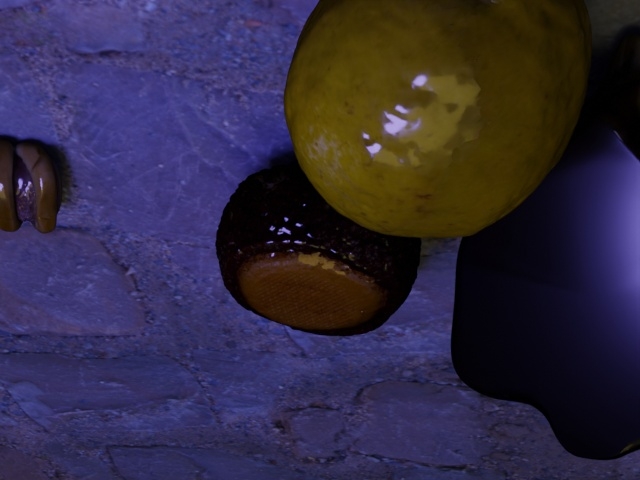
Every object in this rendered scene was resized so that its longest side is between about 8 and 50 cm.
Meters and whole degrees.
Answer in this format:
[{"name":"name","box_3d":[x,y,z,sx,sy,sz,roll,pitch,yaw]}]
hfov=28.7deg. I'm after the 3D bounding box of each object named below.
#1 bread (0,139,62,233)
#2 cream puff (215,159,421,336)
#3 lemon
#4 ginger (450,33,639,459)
[{"name":"bread","box_3d":[-0.419,-0.065,1.493,0.225,0.081,0.134,5,147,1]},{"name":"cream puff","box_3d":[0.000,0.000,1.437,0.239,0.164,0.239,7,147,4]},{"name":"lemon","box_3d":[0.103,-0.144,1.122,0.285,0.285,0.316,4,168,4]},{"name":"ginger","box_3d":[0.341,0.022,1.297,0.358,0.211,0.413,40,124,21]}]
